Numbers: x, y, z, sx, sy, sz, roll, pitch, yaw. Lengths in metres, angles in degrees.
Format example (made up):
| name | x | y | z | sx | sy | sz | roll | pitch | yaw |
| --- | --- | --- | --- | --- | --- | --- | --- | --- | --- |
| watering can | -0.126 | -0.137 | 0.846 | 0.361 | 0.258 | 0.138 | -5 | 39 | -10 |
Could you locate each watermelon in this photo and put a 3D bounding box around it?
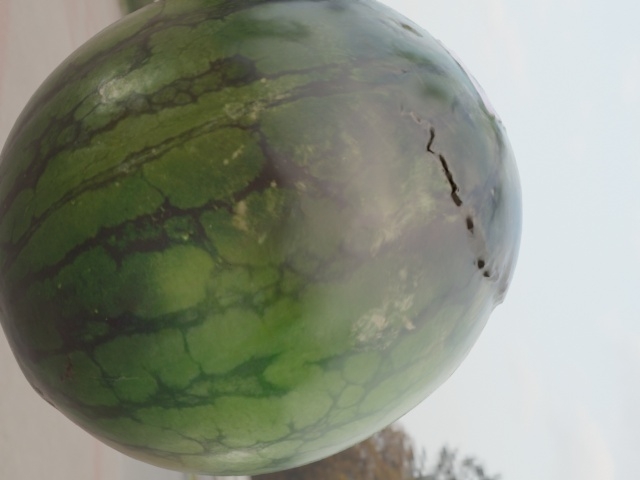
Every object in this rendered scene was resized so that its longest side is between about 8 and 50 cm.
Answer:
| name | x | y | z | sx | sy | sz | roll | pitch | yaw |
| --- | --- | --- | --- | --- | --- | --- | --- | --- | --- |
| watermelon | -0.046 | -0.008 | 0.873 | 0.363 | 0.363 | 0.363 | 170 | -90 | -86 |
